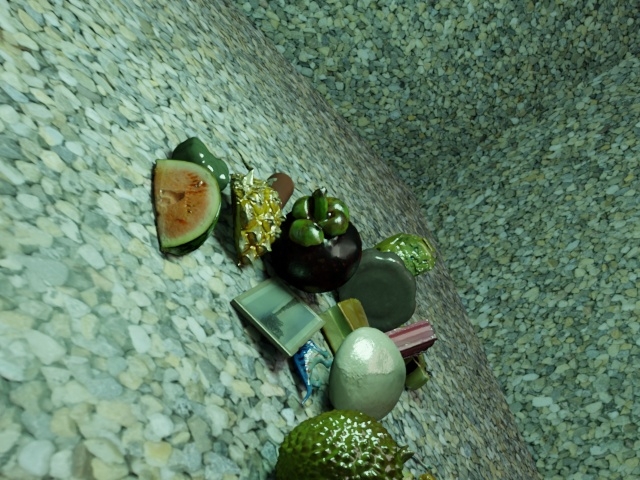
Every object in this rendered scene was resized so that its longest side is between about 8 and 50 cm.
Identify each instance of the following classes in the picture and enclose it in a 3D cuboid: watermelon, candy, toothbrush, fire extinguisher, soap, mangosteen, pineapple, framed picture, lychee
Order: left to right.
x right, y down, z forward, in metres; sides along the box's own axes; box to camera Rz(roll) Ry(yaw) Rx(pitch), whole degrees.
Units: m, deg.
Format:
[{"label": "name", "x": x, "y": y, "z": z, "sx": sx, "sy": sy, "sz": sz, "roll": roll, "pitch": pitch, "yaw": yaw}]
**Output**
[{"label": "watermelon", "x": -0.333, "y": -0.077, "z": 1.423, "sx": 0.128, "sy": 0.160, "sz": 0.303, "roll": 96, "pitch": -18, "yaw": -54}, {"label": "pineapple", "x": -0.177, "y": -0.105, "z": 1.584, "sx": 0.158, "sy": 0.161, "sz": 0.334, "roll": 98, "pitch": -13, "yaw": -52}, {"label": "fire extinguisher", "x": -0.186, "y": -0.138, "z": 1.825, "sx": 0.148, "sy": 0.106, "sz": 0.337, "roll": 24, "pitch": 24, "yaw": -1}, {"label": "framed picture", "x": -0.107, "y": 0.200, "z": 1.533, "sx": 0.213, "sy": 0.016, "sz": 0.289, "roll": 43, "pitch": 19, "yaw": 8}, {"label": "mangosteen", "x": -0.012, "y": 0.011, "z": 1.705, "sx": 0.311, "sy": 0.311, "sz": 0.311, "roll": 47, "pitch": 23, "yaw": -27}, {"label": "lychee", "x": 0.053, "y": 0.496, "z": 1.205, "sx": 0.320, "sy": 0.270, "sz": 0.269, "roll": 52, "pitch": 20, "yaw": -37}, {"label": "candy", "x": 0.139, "y": 0.384, "z": 1.583, "sx": 0.296, "sy": 0.185, "sz": 0.295, "roll": 2, "pitch": 87, "yaw": -61}, {"label": "soap", "x": 0.285, "y": 0.377, "z": 1.997, "sx": 0.250, "sy": 0.162, "sz": 0.099, "roll": -14, "pitch": 66, "yaw": -25}, {"label": "toothbrush", "x": 0.309, "y": 0.709, "z": 1.826, "sx": 0.204, "sy": 0.022, "sz": 0.017, "roll": 43, "pitch": 22, "yaw": -27}]

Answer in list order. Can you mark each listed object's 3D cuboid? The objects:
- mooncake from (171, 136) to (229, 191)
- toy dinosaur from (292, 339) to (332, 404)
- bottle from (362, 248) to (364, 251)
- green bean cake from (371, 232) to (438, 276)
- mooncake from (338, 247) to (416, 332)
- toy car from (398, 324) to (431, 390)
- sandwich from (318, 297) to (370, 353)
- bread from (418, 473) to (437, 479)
[{"label": "mooncake", "x": -0.335, "y": -0.207, "z": 1.568, "sx": 0.168, "sy": 0.104, "sz": 0.175, "roll": 57, "pitch": 16, "yaw": 15}, {"label": "toy dinosaur", "x": -0.031, "y": 0.324, "z": 1.527, "sx": 0.144, "sy": 0.076, "sz": 0.329, "roll": 29, "pitch": 29, "yaw": -35}, {"label": "bottle", "x": 0.187, "y": 0.067, "z": 2.446, "sx": 0.101, "sy": 0.047, "sz": 0.063, "roll": 35, "pitch": 38, "yaw": -55}, {"label": "green bean cake", "x": 0.313, "y": 0.089, "z": 2.317, "sx": 0.202, "sy": 0.310, "sz": 0.285, "roll": 60, "pitch": 18, "yaw": 1}, {"label": "mooncake", "x": 0.203, "y": 0.175, "z": 1.997, "sx": 0.306, "sy": 0.306, "sz": 0.154, "roll": 54, "pitch": 15, "yaw": -10}, {"label": "toy car", "x": 0.338, "y": 0.451, "z": 2.153, "sx": 0.124, "sy": 0.101, "sz": 0.256, "roll": 37, "pitch": 26, "yaw": -25}, {"label": "sandwich", "x": 0.099, "y": 0.292, "z": 1.825, "sx": 0.186, "sy": 0.108, "sz": 0.220, "roll": 61, "pitch": 18, "yaw": 9}, {"label": "bread", "x": 0.347, "y": 0.799, "z": 1.734, "sx": 0.074, "sy": 0.053, "sz": 0.132, "roll": 46, "pitch": 23, "yaw": -40}]
